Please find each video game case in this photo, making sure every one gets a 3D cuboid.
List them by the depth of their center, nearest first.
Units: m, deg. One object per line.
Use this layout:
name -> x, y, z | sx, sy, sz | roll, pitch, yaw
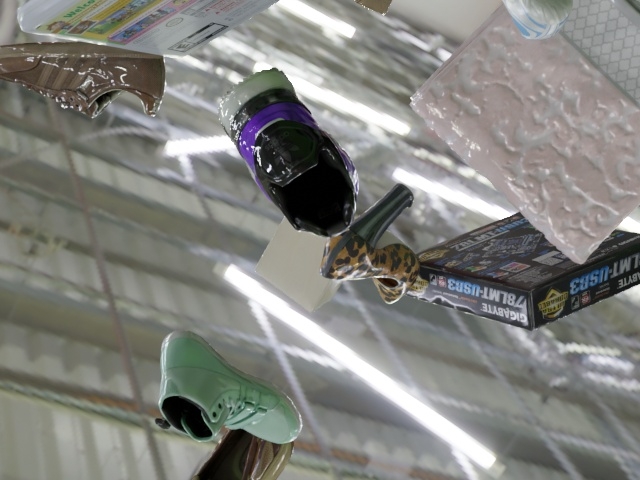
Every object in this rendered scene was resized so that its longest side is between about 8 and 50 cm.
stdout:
video game case -> -0.100, -0.208, 0.934 | 0.193, 0.212, 0.023 | -2, -108, -57

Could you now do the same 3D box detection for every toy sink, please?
toy sink -> 0.000, 0.000, 2.391 | 0.153, 0.234, 0.131 | 35, -155, 12

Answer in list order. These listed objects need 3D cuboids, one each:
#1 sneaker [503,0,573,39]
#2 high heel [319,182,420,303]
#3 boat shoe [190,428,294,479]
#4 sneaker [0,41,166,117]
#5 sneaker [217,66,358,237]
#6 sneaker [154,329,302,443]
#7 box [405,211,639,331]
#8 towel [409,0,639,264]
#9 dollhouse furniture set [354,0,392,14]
sneaker -> 0.219, -0.338, 1.328 | 0.085, 0.086, 0.237 | -10, -102, -17
high heel -> 0.061, 0.051, 1.751 | 0.093, 0.261, 0.186 | 33, -121, 26
boat shoe -> -0.175, 0.412, 1.838 | 0.123, 0.342, 0.123 | 27, 164, 36
sneaker -> -0.232, -0.148, 1.082 | 0.188, 0.071, 0.066 | 2, -169, 20
sneaker -> -0.011, -0.055, 1.241 | 0.146, 0.102, 0.293 | 57, -175, 24
sneaker -> -0.134, 0.254, 1.670 | 0.256, 0.094, 0.151 | 38, -150, -24
box -> 0.326, 0.039, 1.846 | 0.295, 0.073, 0.293 | -19, -161, -33
towel -> 0.343, -0.187, 1.601 | 0.332, 0.317, 0.053 | 44, -166, 4
dollhouse furniture set -> -0.002, -0.471, 1.867 | 0.197, 0.151, 0.301 | 16, -163, -33
